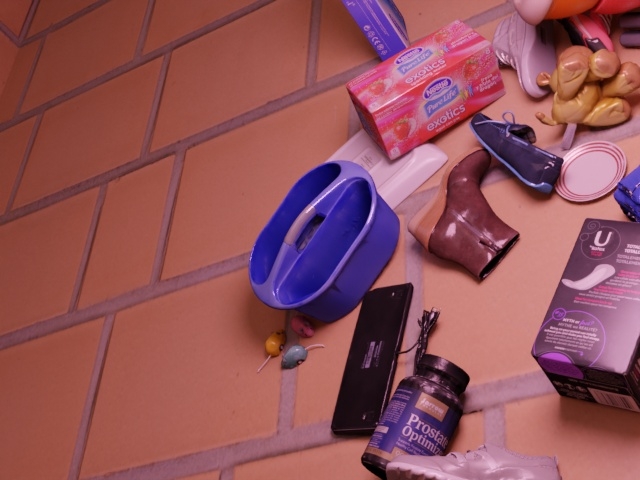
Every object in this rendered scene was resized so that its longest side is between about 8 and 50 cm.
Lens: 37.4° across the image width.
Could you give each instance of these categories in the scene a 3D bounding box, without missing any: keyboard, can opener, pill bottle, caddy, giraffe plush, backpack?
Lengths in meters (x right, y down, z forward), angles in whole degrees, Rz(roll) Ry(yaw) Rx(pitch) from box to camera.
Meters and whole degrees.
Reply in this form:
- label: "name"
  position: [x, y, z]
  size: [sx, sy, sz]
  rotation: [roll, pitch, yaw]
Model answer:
- label: "keyboard"
  position: [0.133, 0.220, 1.794]
  size: [0.201, 0.033, 0.317]
  rotation: [-12, 50, 40]
- label: "can opener"
  position: [0.723, -0.416, 1.842]
  size: [0.280, 0.074, 0.093]
  rotation: [7, 25, 40]
- label: "pill bottle"
  position: [0.168, 0.311, 1.617]
  size: [0.122, 0.123, 0.219]
  rotation: [11, 64, 44]
- label: "caddy"
  position: [0.000, 0.000, 1.939]
  size: [0.241, 0.179, 0.341]
  rotation: [32, 87, 44]
- label: "giraffe plush"
  position: [0.514, -0.310, 1.865]
  size: [0.171, 0.181, 0.210]
  rotation: [-85, 20, -50]
- label: "backpack"
  position: [0.575, -0.066, 1.630]
  size: [0.098, 0.101, 0.120]
  rotation: [-44, 44, 9]

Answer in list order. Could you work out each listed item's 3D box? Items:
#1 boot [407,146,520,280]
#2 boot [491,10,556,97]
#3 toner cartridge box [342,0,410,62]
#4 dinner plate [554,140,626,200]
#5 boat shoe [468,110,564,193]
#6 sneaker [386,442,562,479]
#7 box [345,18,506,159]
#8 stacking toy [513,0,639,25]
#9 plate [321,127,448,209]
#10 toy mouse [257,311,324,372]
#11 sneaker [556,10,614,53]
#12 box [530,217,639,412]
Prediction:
- label: "boot"
  position: [0.314, -0.055, 1.863]
  size: [0.206, 0.090, 0.248]
  rotation: [33, 78, 36]
- label: "boot"
  position: [0.435, -0.397, 2.044]
  size: [0.123, 0.095, 0.258]
  rotation: [-27, 43, 46]
- label: "toner cartridge box"
  position: [0.101, -0.596, 2.265]
  size: [0.075, 0.348, 0.165]
  rotation: [-24, 45, 20]
- label: "dinner plate"
  position: [0.512, -0.129, 1.795]
  size: [0.141, 0.017, 0.141]
  rotation: [-22, 44, 24]
- label: "boat shoe"
  position: [0.398, -0.190, 1.877]
  size: [0.089, 0.109, 0.258]
  rotation: [-57, 48, 19]
- label: "sneaker"
  position: [0.245, 0.375, 1.496]
  size: [0.281, 0.105, 0.115]
  rotation: [7, 39, 9]
- label: "box"
  position: [0.228, -0.332, 2.058]
  size: [0.299, 0.142, 0.154]
  rotation: [-30, 40, -2]
- label: "stacking toy"
  position: [0.635, -0.565, 1.818]
  size: [0.479, 0.351, 0.351]
  rotation: [8, 54, 0]
- label: "plate"
  position: [0.111, -0.164, 2.126]
  size: [0.278, 0.045, 0.277]
  rotation: [-42, 41, 3]
- label: "toy mouse"
  position: [-0.054, 0.206, 1.953]
  size: [0.143, 0.031, 0.161]
  rotation: [5, 59, 41]
- label: "sneaker"
  position: [0.568, -0.493, 1.985]
  size: [0.136, 0.116, 0.314]
  rotation: [-27, 44, 13]
- label: "box"
  position: [0.476, 0.117, 1.518]
  size: [0.165, 0.143, 0.270]
  rotation: [9, 62, 40]
